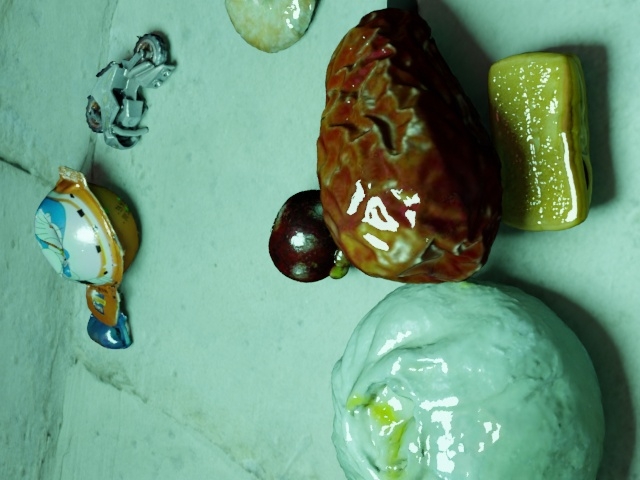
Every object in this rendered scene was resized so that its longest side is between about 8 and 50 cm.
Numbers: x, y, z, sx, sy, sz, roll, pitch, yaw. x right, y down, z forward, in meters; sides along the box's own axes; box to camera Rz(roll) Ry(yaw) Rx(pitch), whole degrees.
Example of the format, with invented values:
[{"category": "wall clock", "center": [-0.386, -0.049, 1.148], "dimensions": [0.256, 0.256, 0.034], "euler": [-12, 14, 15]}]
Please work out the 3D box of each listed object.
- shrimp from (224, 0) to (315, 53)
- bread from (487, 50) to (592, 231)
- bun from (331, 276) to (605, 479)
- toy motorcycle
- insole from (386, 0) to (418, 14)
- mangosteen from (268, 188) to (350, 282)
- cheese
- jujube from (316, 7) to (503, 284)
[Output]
[{"category": "shrimp", "center": [-0.065, -0.418, 1.319], "dimensions": [0.168, 0.077, 0.317], "euler": [16, 113, 33]}, {"category": "bread", "center": [0.250, -0.111, 1.075], "dimensions": [0.116, 0.077, 0.201], "euler": [-2, 96, 40]}, {"category": "bun", "center": [0.147, 0.217, 1.117], "dimensions": [0.361, 0.211, 0.362], "euler": [7, 100, 43]}, {"category": "toy motorcycle", "center": [-0.310, -0.231, 1.551], "dimensions": [0.215, 0.080, 0.122], "euler": [-41, 69, 32]}, {"category": "insole", "center": [0.100, -0.313, 1.230], "dimensions": [0.053, 0.002, 0.153], "euler": [-13, 87, 42]}, {"category": "mangosteen", "center": [0.000, 0.000, 1.288], "dimensions": [0.140, 0.140, 0.140], "euler": [6, 99, 41]}, {"category": "cheese", "center": [-0.382, 0.032, 1.616], "dimensions": [0.217, 0.129, 0.329], "euler": [21, 127, 43]}, {"category": "jujube", "center": [0.092, -0.113, 1.107], "dimensions": [0.216, 0.216, 0.342], "euler": [-31, 51, 39]}]
